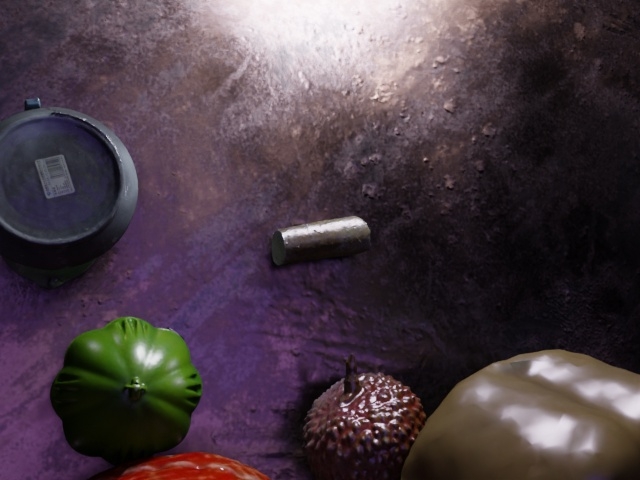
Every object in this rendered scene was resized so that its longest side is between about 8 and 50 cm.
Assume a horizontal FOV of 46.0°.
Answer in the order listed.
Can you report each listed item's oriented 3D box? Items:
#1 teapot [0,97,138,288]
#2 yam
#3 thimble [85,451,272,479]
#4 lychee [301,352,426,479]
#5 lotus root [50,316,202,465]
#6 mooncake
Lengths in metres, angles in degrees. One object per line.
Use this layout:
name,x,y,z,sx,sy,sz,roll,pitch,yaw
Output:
teapot,-0.305,-0.052,0.848,0.170,0.225,0.203,-10,81,-23
yam,0.000,0.000,1.029,0.132,0.054,0.054,-10,82,-20
thimble,-0.157,0.400,0.759,0.350,0.230,0.350,0,93,-4
lychee,0.053,0.239,0.937,0.165,0.165,0.198,-28,107,-22
lotus root,-0.215,0.169,0.859,0.186,0.186,0.186,4,77,-18
mooncake,0.301,0.371,0.879,0.466,0.262,0.467,-5,101,-29
